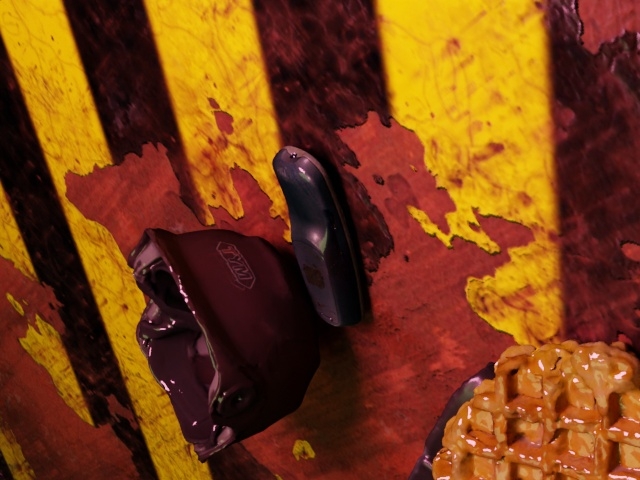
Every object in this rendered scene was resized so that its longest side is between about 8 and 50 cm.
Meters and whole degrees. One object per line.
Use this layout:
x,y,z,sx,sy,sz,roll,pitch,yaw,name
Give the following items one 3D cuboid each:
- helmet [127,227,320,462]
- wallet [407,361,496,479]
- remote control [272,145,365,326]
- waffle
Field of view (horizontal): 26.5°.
-0.091,0.094,1.496,0.225,0.177,0.305,61,156,29,helmet
0.266,0.317,1.322,0.406,0.062,0.228,42,138,20,wallet
0.000,0.000,1.404,0.072,0.042,0.222,25,142,43,remote control
0.245,0.228,1.205,0.302,0.068,0.325,52,129,12,waffle
